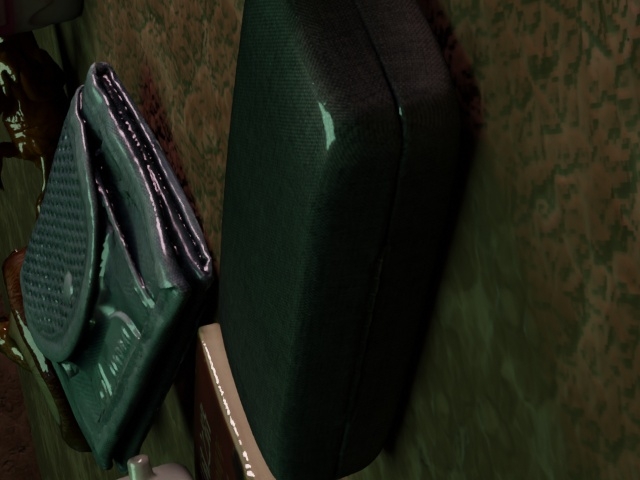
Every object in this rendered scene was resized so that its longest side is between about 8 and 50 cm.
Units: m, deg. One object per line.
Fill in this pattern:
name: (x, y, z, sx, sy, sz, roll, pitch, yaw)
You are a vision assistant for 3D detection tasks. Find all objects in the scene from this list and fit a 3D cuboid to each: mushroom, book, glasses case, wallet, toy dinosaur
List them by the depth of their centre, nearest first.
glasses case: (0.000, 0.000, 0.793, 0.323, 0.074, 0.131, 99, 152, -52)
book: (-0.034, 0.284, 1.210, 0.262, 0.028, 0.374, 94, 157, -50)
wallet: (-0.196, 0.037, 1.374, 0.237, 0.075, 0.342, 64, 149, 25)
mushroom: (-0.250, 0.109, 1.640, 0.194, 0.138, 0.231, 25, 138, 55)
toy dinosaur: (-0.328, -0.186, 1.682, 0.208, 0.097, 0.432, -37, -57, -73)

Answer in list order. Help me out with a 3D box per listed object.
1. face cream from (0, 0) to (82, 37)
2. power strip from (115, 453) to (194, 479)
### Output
face cream: (-0.348, -0.283, 1.534, 0.175, 0.195, 0.175, 167, 90, -75)
power strip: (-0.110, 0.364, 1.350, 0.062, 0.091, 0.385, -147, 41, -72)
